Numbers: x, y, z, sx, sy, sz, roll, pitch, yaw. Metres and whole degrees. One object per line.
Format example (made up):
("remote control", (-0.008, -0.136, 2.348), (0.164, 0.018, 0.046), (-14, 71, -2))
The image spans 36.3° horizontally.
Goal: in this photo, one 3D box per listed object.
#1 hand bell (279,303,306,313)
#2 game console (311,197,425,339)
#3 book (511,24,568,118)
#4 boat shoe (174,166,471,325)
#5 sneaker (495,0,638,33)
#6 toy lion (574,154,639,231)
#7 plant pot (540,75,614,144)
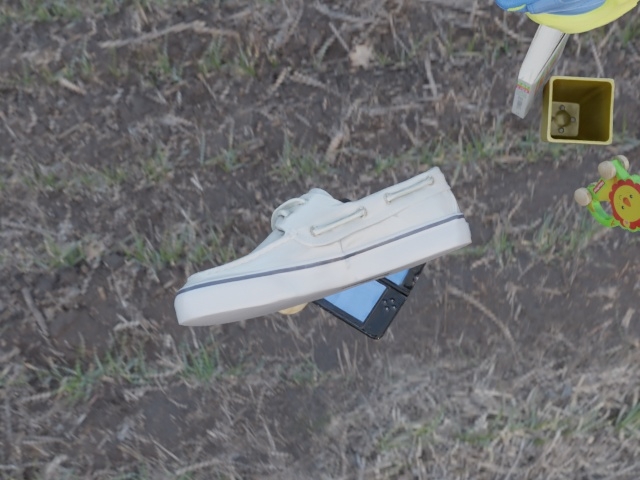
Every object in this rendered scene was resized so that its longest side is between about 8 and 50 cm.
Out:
("hand bell", (0.005, 0.079, 1.923), (0.242, 0.126, 0.126), (-8, 54, 52))
("game console", (0.051, 0.038, 1.291), (0.144, 0.085, 0.124), (31, 66, 10))
("book", (0.268, -0.215, 1.204), (0.035, 0.144, 0.096), (29, 87, 11))
("boat shoe", (0.000, 0.000, 0.810), (0.267, 0.096, 0.088), (-17, 83, -18))
("sneaker", (0.174, -0.198, 0.503), (0.126, 0.240, 0.091), (-20, 63, -43))
("toy lion", (0.375, -0.050, 1.220), (0.034, 0.100, 0.096), (-21, 69, -27))
("plant pot", (0.316, -0.159, 1.234), (0.081, 0.083, 0.081), (3, 90, -3))
